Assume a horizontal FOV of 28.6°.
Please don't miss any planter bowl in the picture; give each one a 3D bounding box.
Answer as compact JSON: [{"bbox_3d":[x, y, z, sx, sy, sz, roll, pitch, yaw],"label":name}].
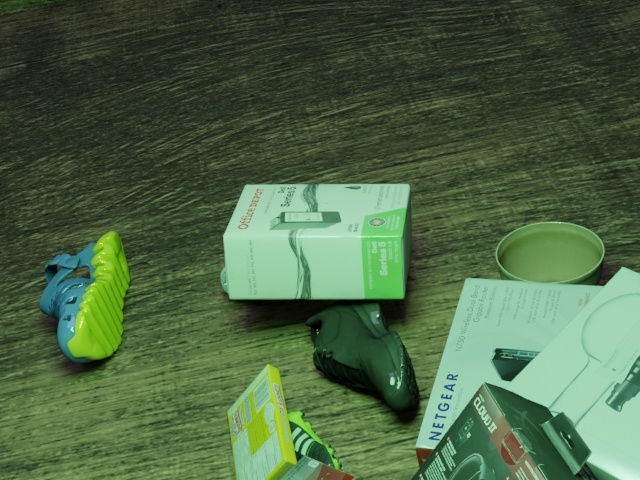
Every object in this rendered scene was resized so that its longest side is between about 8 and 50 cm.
[{"bbox_3d":[0.354,0.060,1.919,0.162,0.109,0.162,-8,34,5],"label":"planter bowl"}]

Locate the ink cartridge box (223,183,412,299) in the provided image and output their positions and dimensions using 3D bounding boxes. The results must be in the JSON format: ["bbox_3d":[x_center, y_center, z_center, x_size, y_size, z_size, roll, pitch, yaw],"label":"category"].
[{"bbox_3d":[0.000,0.000,1.947,0.273,0.114,0.198,0,26,8],"label":"ink cartridge box"}]

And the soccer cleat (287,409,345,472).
[{"bbox_3d":[-0.021,0.298,1.720,0.072,0.060,0.179,-30,31,-12],"label":"soccer cleat"}]

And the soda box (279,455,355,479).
[{"bbox_3d":[-0.060,0.390,1.561,0.092,0.083,0.263,17,43,36],"label":"soda box"}]

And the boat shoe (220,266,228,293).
[{"bbox_3d":[-0.058,0.046,2.097,0.226,0.083,0.076,-9,13,-8],"label":"boat shoe"}]

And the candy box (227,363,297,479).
[{"bbox_3d":[-0.083,0.272,1.739,0.027,0.105,0.206,27,24,-24],"label":"candy box"}]

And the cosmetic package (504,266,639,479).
[{"bbox_3d":[0.437,0.211,1.503,0.284,0.097,0.377,-43,45,-22],"label":"cosmetic package"}]

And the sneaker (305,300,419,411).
[{"bbox_3d":[0.060,0.176,1.850,0.130,0.109,0.286,-22,25,-6],"label":"sneaker"}]

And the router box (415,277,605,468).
[{"bbox_3d":[0.315,0.200,1.717,0.301,0.082,0.335,3,42,19],"label":"router box"}]

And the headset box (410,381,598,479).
[{"bbox_3d":[0.198,0.322,1.410,0.110,0.293,0.218,23,20,-29],"label":"headset box"}]

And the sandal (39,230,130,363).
[{"bbox_3d":[-0.397,0.103,2.061,0.138,0.126,0.317,-12,25,4],"label":"sandal"}]
